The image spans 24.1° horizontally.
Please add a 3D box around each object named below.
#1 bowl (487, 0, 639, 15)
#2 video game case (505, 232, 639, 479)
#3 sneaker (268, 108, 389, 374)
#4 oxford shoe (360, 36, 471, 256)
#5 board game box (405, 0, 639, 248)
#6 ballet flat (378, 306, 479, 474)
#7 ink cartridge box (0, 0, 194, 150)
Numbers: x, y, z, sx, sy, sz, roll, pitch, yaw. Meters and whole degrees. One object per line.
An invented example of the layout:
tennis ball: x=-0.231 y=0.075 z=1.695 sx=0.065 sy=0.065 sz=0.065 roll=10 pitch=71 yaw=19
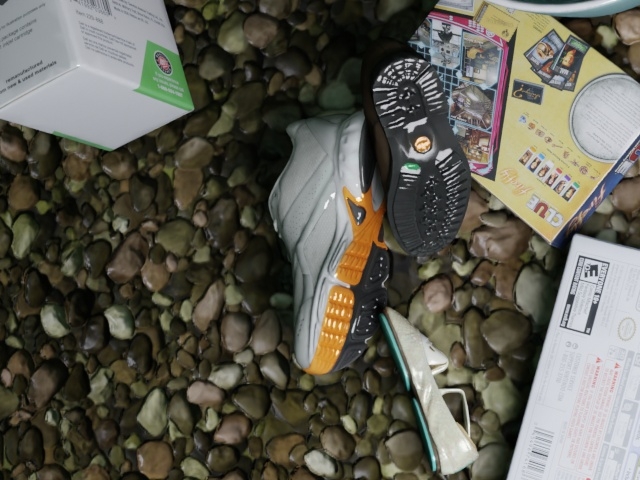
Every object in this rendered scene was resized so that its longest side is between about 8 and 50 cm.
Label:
bowl: x=0.233 y=-0.321 z=1.328 sx=0.312 sy=0.163 sz=0.311 roll=-5 pitch=75 yaw=19
video game case: x=0.304 y=0.153 z=1.294 sx=0.244 sy=0.061 sz=0.269 roll=15 pitch=90 yaw=29
sneaker: x=0.000 y=0.000 z=1.461 sx=0.121 sy=0.099 sz=0.262 roll=3 pitch=76 yaw=35
oxford shoe: x=0.086 y=-0.088 z=1.393 sx=0.083 sy=0.227 sz=0.096 roll=-15 pitch=34 yaw=-8
board game box: x=0.184 y=-0.131 z=1.405 sx=0.243 sy=0.042 sz=0.165 roll=44 pitch=103 yaw=25
ballet flat: x=0.104 y=0.137 z=1.411 sx=0.052 sy=0.057 sz=0.168 roll=-18 pitch=77 yaw=-5
ink cartridge box: x=-0.266 y=-0.260 z=1.558 sx=0.122 sy=0.211 sz=0.289 roll=-24 pitch=71 yaw=23
